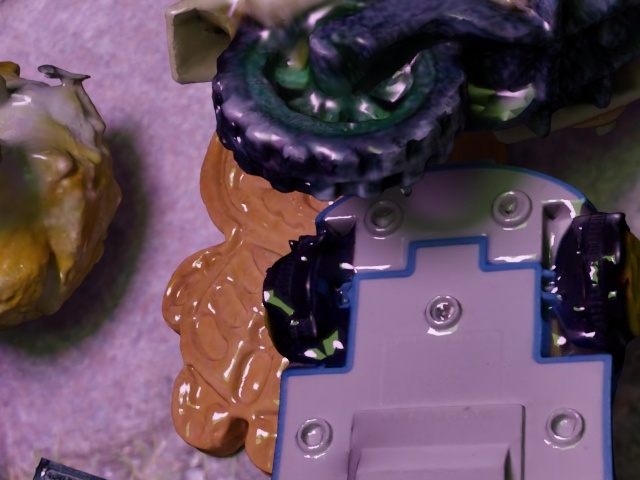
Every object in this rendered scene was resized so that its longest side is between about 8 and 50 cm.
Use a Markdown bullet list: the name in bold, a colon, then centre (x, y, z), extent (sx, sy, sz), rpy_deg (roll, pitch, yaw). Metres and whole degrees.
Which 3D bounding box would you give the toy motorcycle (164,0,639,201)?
- **toy motorcycle**: centre (0.100, -0.160, 0.908), extent (0.410, 0.168, 0.237), rpy_deg (-26, 49, -23)

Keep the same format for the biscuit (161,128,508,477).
- **biscuit**: centre (-0.001, 0.000, 1.009), extent (0.202, 0.044, 0.288), rpy_deg (22, 80, 30)

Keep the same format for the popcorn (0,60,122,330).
- **popcorn**: centre (-0.215, -0.037, 1.025), extent (0.198, 0.212, 0.198), rpy_deg (-1, 75, 5)

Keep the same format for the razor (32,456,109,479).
- **razor**: centre (-0.094, 0.158, 0.996), extent (0.190, 0.033, 0.066), rpy_deg (12, 76, 29)

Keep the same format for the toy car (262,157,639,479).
- **toy car**: centre (0.075, 0.110, 0.859), extent (0.198, 0.166, 0.314), rpy_deg (-5, 61, 16)
